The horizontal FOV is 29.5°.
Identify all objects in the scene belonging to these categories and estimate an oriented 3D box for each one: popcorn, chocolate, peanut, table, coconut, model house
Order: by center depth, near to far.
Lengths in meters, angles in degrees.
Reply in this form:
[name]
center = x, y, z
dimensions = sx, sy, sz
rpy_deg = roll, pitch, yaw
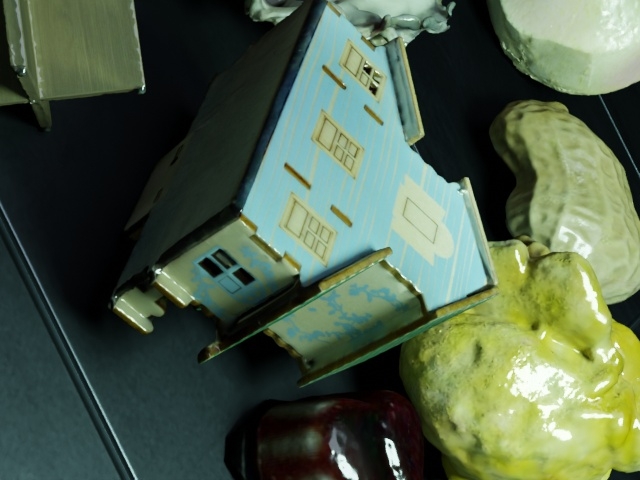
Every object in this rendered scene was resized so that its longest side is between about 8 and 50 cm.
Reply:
[table]
center = -0.188, -0.189, 0.738
dimensions = 0.167, 0.167, 0.227
rpy_deg = 1, 77, -52
[model house]
center = 0.000, 0.000, 0.817
dimensions = 0.206, 0.178, 0.271
rpy_deg = 40, 38, -21
[chocolate]
center = 0.019, 0.156, 0.829
dimensions = 0.148, 0.080, 0.125
rpy_deg = 7, 62, -52
[popcorn]
center = 0.155, 0.109, 0.954
dimensions = 0.190, 0.191, 0.254
rpy_deg = -41, 103, -19
[peanut]
center = 0.252, -0.046, 1.237
dimensions = 0.196, 0.110, 0.233
rpy_deg = 17, 57, -46
[coconut]
center = 0.305, -0.297, 1.370
dimensions = 0.259, 0.259, 0.259
rpy_deg = 30, 46, -38

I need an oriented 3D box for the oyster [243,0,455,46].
[oyster]
center = -0.009, -0.244, 1.034
dimensions = 0.351, 0.114, 0.238
rpy_deg = -12, 70, -59
